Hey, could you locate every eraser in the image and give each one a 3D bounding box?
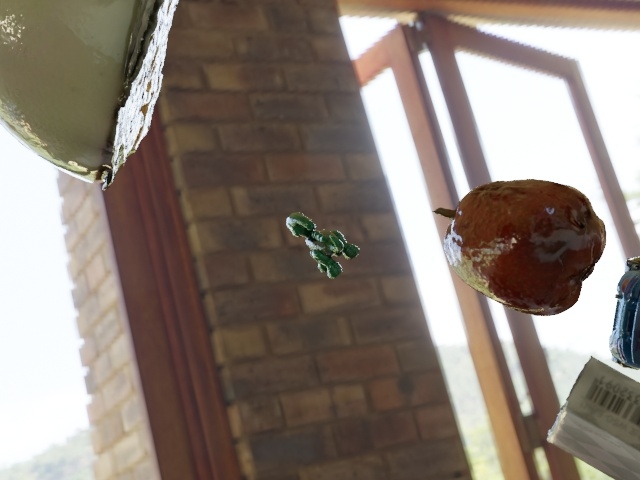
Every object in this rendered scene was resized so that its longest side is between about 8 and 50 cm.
[{"bbox_3d":[0.527,0.323,1.574,0.082,0.397,0.213,-56,-16,-21],"label":"eraser"}]

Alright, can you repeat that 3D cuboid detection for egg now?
[{"bbox_3d":[-0.225,-0.196,1.008,0.174,0.264,0.286,17,16,-5],"label":"egg"}]

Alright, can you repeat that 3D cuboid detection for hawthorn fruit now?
[{"bbox_3d":[0.237,-0.002,1.275,0.174,0.179,0.173,-16,-53,-22],"label":"hawthorn fruit"}]

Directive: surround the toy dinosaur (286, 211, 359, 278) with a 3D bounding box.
[{"bbox_3d":[0.000,0.000,1.556,0.059,0.096,0.132,-49,22,-12],"label":"toy dinosaur"}]

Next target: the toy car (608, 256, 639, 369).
[{"bbox_3d":[0.638,0.139,1.872,0.314,0.198,0.166,7,7,-12],"label":"toy car"}]
